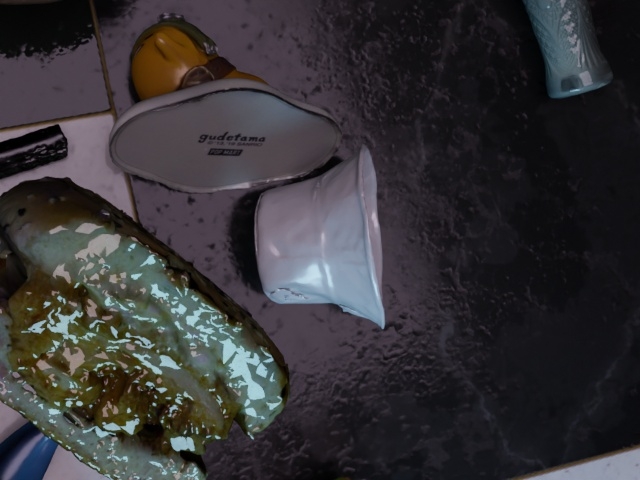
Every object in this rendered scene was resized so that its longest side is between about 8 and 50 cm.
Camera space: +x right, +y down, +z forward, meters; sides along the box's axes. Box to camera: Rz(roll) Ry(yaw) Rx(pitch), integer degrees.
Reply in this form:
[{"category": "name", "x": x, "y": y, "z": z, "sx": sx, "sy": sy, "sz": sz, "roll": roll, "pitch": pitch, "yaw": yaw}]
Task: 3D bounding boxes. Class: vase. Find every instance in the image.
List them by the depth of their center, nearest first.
[{"category": "vase", "x": 0.263, "y": -0.272, "z": 1.169, "sx": 0.096, "sy": 0.096, "sz": 0.219, "roll": -21, "pitch": 99, "yaw": -12}]

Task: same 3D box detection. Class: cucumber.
[{"category": "cucumber", "x": -0.338, "y": -0.079, "z": 1.062, "sx": 0.163, "sy": 0.039, "sz": 0.043, "roll": -22, "pitch": 75, "yaw": -13}]

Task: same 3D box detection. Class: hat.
[{"category": "hat", "x": 0.000, "y": 0.000, "z": 1.087, "sx": 0.126, "sy": 0.203, "sz": 0.203, "roll": -4, "pitch": 93, "yaw": 5}]

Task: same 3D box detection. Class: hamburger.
[{"category": "hamburger", "x": -0.203, "y": 0.079, "z": 0.979, "sx": 0.195, "sy": 0.277, "sz": 0.318, "roll": -49, "pitch": 120, "yaw": -3}]

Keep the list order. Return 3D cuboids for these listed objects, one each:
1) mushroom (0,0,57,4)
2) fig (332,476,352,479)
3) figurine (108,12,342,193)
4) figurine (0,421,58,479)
[{"category": "mushroom", "x": -0.310, "y": -0.376, "z": 0.965, "sx": 0.362, "sy": 0.294, "sz": 0.362, "roll": 13, "pitch": 62, "yaw": -27}, {"category": "fig", "x": -0.047, "y": 0.370, "z": 1.099, "sx": 0.167, "sy": 0.167, "sz": 0.233, "roll": 58, "pitch": 43, "yaw": -9}, {"category": "figurine", "x": -0.109, "y": -0.150, "z": 1.094, "sx": 0.250, "sy": 0.166, "sz": 0.141, "roll": 7, "pitch": 52, "yaw": -37}, {"category": "figurine", "x": -0.383, "y": 0.286, "z": 0.975, "sx": 0.416, "sy": 0.298, "sz": 0.243, "roll": 15, "pitch": 122, "yaw": -11}]
